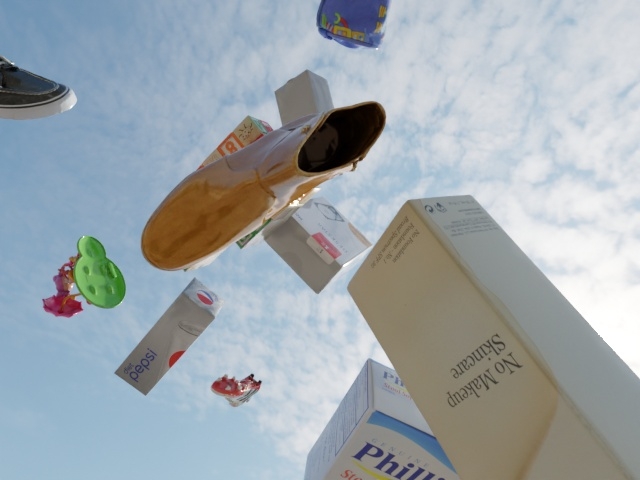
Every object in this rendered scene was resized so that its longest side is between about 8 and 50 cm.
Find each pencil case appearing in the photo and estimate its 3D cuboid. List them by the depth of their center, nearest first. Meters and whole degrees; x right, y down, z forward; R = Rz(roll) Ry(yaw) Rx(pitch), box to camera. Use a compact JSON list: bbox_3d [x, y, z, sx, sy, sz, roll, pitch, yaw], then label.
[{"bbox_3d":[0.066,-0.463,0.636,0.133,0.119,0.306,-3,-59,-22],"label":"pencil case"}]

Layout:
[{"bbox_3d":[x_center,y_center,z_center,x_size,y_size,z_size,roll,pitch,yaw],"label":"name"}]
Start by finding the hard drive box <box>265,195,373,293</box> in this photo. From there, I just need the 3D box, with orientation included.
[{"bbox_3d":[0.000,0.000,0.933,0.181,0.232,0.089,45,-66,8],"label":"hard drive box"}]

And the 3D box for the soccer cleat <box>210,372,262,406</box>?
[{"bbox_3d":[-0.095,0.168,0.455,0.029,0.083,0.036,30,-90,25],"label":"soccer cleat"}]

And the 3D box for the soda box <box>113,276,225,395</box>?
[{"bbox_3d":[-0.353,0.227,0.972,0.098,0.091,0.286,41,-75,-9],"label":"soda box"}]

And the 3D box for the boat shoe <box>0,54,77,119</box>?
[{"bbox_3d":[-0.658,-0.320,0.819,0.306,0.113,0.105,9,-42,-1],"label":"boat shoe"}]

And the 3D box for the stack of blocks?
[{"bbox_3d":[-0.169,-0.067,0.795,0.297,0.087,0.171,-40,-96,17],"label":"stack of blocks"}]

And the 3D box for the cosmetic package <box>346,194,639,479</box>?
[{"bbox_3d":[0.169,0.116,0.414,0.113,0.310,0.160,-7,-39,-34],"label":"cosmetic package"}]

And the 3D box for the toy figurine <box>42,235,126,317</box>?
[{"bbox_3d":[-0.548,0.099,0.917,0.159,0.130,0.173,-26,-100,15],"label":"toy figurine"}]

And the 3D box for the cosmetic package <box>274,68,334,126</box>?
[{"bbox_3d":[-0.028,-0.311,1.104,0.127,0.107,0.238,-17,-101,36],"label":"cosmetic package"}]

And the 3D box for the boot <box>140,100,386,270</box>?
[{"bbox_3d":[-0.074,-0.067,0.480,0.295,0.211,0.104,-41,-73,-19],"label":"boot"}]

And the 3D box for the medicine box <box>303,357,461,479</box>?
[{"bbox_3d":[0.140,0.414,0.762,0.263,0.149,0.290,26,-70,-3],"label":"medicine box"}]
